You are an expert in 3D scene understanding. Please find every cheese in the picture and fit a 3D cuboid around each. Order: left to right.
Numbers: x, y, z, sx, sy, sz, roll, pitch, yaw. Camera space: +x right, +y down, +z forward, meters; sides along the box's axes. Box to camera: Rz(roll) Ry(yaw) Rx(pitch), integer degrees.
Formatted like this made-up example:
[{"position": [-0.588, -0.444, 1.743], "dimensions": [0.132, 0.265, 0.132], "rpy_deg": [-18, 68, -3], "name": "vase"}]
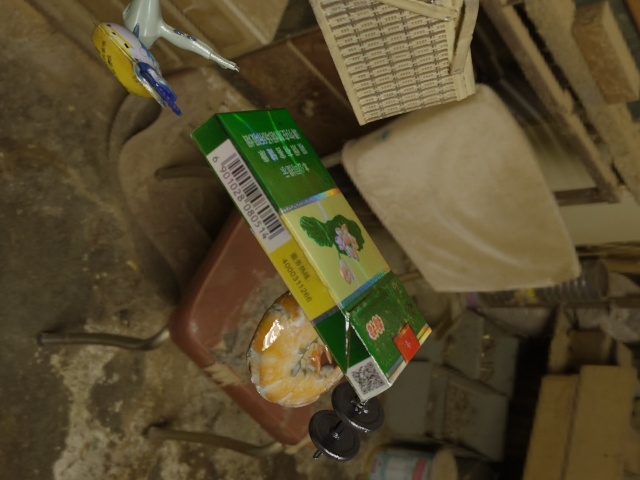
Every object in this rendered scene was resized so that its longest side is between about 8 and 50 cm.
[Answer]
[{"position": [-0.272, -0.253, 1.129], "dimensions": [0.064, 0.250, 0.156], "rpy_deg": [-42, 138, -4], "name": "cheese"}]

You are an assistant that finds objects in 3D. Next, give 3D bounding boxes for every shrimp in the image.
[{"position": [-0.001, 0.091, 0.730], "dimensions": [0.187, 0.051, 0.133], "rpy_deg": [-14, 127, -43], "name": "shrimp"}]

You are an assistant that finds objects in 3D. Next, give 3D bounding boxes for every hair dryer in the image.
[{"position": [-0.225, -0.346, 1.204], "dimensions": [0.167, 0.199, 0.068], "rpy_deg": [98, 12, -62], "name": "hair dryer"}]

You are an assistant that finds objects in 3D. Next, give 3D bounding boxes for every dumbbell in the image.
[{"position": [0.030, 0.208, 0.873], "dimensions": [0.069, 0.147, 0.069], "rpy_deg": [24, 33, -17], "name": "dumbbell"}]

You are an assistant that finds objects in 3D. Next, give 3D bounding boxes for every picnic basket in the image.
[{"position": [0.084, -0.313, 0.898], "dimensions": [0.313, 0.175, 0.228], "rpy_deg": [54, 25, -65], "name": "picnic basket"}]

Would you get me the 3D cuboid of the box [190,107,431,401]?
[{"position": [0.000, 0.000, 0.604], "dimensions": [0.235, 0.034, 0.132], "rpy_deg": [58, 23, 3], "name": "box"}]
